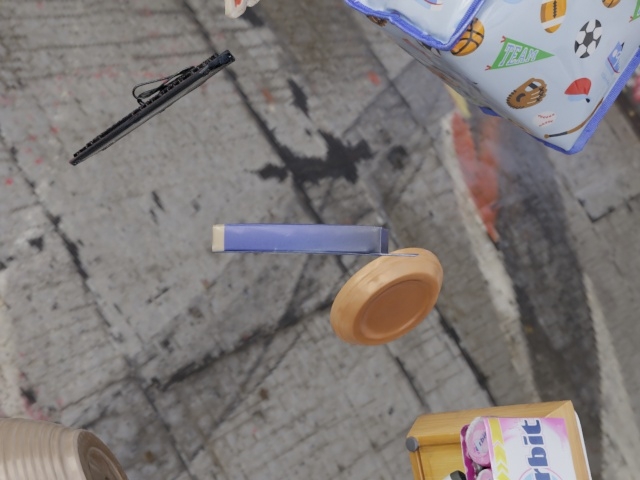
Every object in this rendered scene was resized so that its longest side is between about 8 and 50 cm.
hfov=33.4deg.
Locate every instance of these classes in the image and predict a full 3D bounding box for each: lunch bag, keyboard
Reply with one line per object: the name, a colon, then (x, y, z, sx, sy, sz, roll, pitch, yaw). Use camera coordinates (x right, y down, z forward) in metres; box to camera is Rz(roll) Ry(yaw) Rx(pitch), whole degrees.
lunch bag: (0.280, -0.345, 1.278, 0.328, 0.385, 0.239, 29, 6, -47)
keyboard: (-0.176, -0.145, 1.084, 0.038, 0.192, 0.100, 58, 24, -7)

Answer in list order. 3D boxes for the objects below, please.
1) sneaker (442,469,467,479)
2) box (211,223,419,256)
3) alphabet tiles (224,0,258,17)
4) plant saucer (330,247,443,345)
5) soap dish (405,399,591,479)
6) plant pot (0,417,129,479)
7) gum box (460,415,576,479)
sneaker: (0.174, 0.437, 1.255, 0.295, 0.178, 0.124, 60, 10, 13)
box: (0.000, 0.000, 1.223, 0.136, 0.225, 0.036, 5, 87, -83)
alphabet tiles: (-0.102, -0.438, 1.351, 0.284, 0.021, 0.278, -58, 148, -58)
plant saucer: (0.110, 0.096, 1.664, 0.200, 0.200, 0.037, 14, 32, -46)
soap dish: (0.271, 0.373, 1.633, 0.118, 0.291, 0.229, -6, 83, -47)
plant pot: (-0.234, 0.245, 0.953, 0.237, 0.109, 0.237, 60, 1, -2)
gum box: (0.228, 0.287, 1.195, 0.107, 0.062, 0.188, 4, 64, -22)
